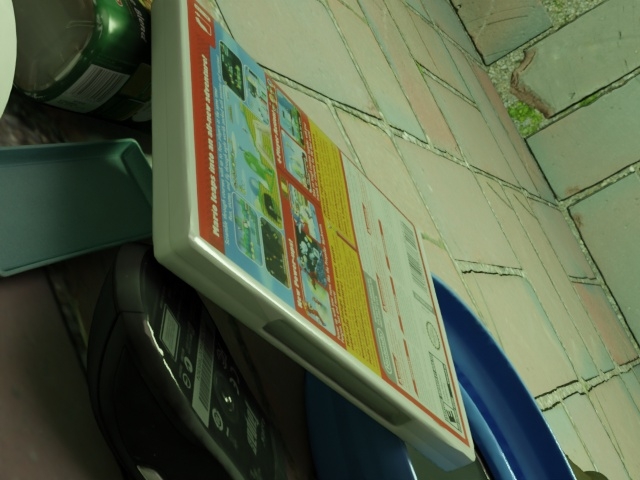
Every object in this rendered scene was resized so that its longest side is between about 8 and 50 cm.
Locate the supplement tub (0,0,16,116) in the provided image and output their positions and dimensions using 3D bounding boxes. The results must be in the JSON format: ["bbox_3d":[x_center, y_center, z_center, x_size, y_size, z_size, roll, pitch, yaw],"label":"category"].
[{"bbox_3d":[-0.191,-0.055,0.276,0.144,0.144,0.199,58,20,-4],"label":"supplement tub"}]

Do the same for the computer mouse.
[{"bbox_3d":[-0.052,0.139,0.478,0.184,0.060,0.262,-98,162,-56],"label":"computer mouse"}]

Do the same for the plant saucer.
[{"bbox_3d":[-0.138,-0.021,0.549,0.067,0.018,0.192,61,18,2],"label":"plant saucer"}]

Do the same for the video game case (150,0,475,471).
[{"bbox_3d":[0.000,0.000,0.607,0.285,0.025,0.204,42,28,-42],"label":"video game case"}]

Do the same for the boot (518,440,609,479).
[{"bbox_3d":[0.251,0.240,1.034,0.219,0.082,0.106,4,61,-65],"label":"boot"}]

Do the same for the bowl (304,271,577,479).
[{"bbox_3d":[0.119,0.203,0.771,0.391,0.077,0.391,50,22,-28],"label":"bowl"}]

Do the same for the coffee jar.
[{"bbox_3d":[-0.119,-0.116,0.629,0.096,0.079,0.184,55,17,20],"label":"coffee jar"}]
